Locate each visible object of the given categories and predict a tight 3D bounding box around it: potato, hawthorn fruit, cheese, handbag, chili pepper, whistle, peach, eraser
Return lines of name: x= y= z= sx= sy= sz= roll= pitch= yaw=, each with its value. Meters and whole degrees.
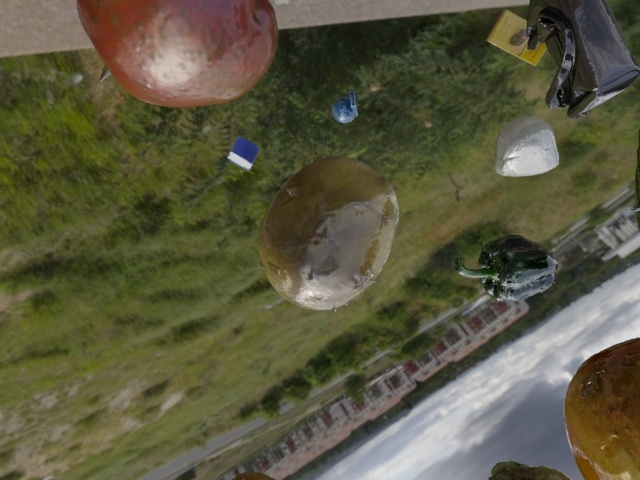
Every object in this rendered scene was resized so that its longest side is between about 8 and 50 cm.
potato: x=0.000 y=0.000 z=0.831 sx=0.298 sy=0.239 sz=0.116 roll=-58 pitch=176 yaw=17
hawthorn fruit: x=-0.300 y=-0.445 z=0.981 sx=0.403 sy=0.402 sz=0.402 roll=-30 pitch=158 yaw=-13
cheese: x=0.668 y=-0.309 z=1.565 sx=0.198 sy=0.154 sz=0.189 roll=-8 pitch=141 yaw=17
handbag: x=0.494 y=-0.394 z=0.963 sx=0.114 sy=0.285 sz=0.257 roll=-23 pitch=174 yaw=12
chili pepper: x=0.491 y=0.079 z=1.295 sx=0.261 sy=0.173 sz=0.165 roll=-12 pitch=126 yaw=-1
whistle: x=0.076 y=-0.423 z=1.534 sx=0.090 sy=0.090 sz=0.158 roll=-37 pitch=172 yaw=5
peach: x=0.563 y=0.328 z=0.744 sx=0.372 sy=0.373 sz=0.289 roll=-51 pitch=-176 yaw=35
eraser: x=-0.191 y=-0.217 z=1.193 sx=0.027 sy=0.063 sz=0.084 roll=-49 pitch=-160 yaw=35

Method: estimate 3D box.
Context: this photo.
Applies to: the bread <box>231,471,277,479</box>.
bread: x=-0.124 y=0.605 z=1.111 sx=0.114 sy=0.189 sz=0.077 roll=-59 pitch=169 yaw=18

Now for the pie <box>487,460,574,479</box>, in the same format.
pie: x=0.465 y=0.591 z=1.046 sx=0.275 sy=0.105 sz=0.257 roll=-17 pitch=-164 yaw=-37

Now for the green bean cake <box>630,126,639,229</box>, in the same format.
green bean cake: x=0.803 y=-0.138 z=0.946 sx=0.336 sy=0.218 sz=0.319 roll=-4 pitch=136 yaw=29

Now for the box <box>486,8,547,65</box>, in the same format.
box: x=0.532 y=-0.539 z=1.279 sx=0.023 sy=0.155 sz=0.086 roll=-86 pitch=-158 yaw=-59
